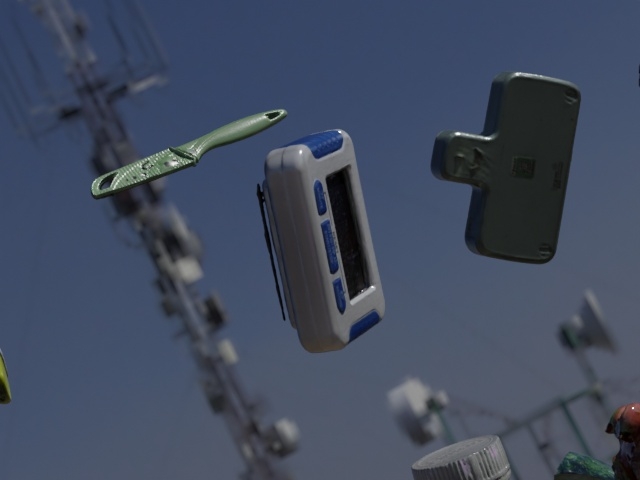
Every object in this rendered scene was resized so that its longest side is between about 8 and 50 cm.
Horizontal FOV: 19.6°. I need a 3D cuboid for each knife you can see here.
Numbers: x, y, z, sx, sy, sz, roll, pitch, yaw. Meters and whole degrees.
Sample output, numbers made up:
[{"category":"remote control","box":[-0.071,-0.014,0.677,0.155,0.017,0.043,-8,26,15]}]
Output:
[{"category":"knife","box":[-0.164,-0.112,2.365,0.293,0.043,0.020,-23,-37,-23]}]

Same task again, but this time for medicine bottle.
[{"category":"medicine bottle","box":[0.155,0.284,1.717,0.132,0.189,0.088,-21,3,-10]}]

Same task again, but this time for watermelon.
[{"category":"watermelon","box":[0.341,0.359,2.569,0.202,0.136,0.207,-27,4,-14]}]

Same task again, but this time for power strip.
[{"category":"power strip","box":[0.252,-0.107,2.589,0.193,0.265,0.059,9,3,-15]}]

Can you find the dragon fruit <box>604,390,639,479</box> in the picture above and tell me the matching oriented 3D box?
[{"category":"dragon fruit","box":[0.312,0.169,1.596,0.135,0.236,0.137,-25,32,5]}]

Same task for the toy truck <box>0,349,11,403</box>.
[{"category":"toy truck","box":[-0.394,0.164,2.021,0.111,0.077,0.076,-18,-43,-9]}]

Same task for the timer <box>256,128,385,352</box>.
[{"category":"timer","box":[0.000,0.000,2.261,0.078,0.254,0.178,-9,8,23]}]

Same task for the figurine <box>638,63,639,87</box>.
[{"category":"figurine","box":[0.435,-0.321,1.992,0.206,0.365,0.218,4,-26,-8]}]
